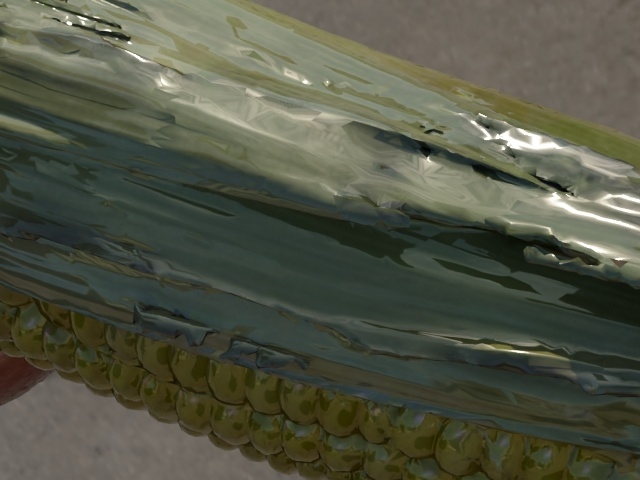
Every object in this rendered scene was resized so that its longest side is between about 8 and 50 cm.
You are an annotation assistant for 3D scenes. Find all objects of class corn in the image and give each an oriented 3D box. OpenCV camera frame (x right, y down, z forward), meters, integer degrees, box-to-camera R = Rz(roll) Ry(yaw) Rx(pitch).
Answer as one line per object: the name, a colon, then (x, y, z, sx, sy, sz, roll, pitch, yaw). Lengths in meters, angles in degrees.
corn: (0.001, -0.004, 0.447, 0.305, 0.123, 0.122, 19, 55, 15)

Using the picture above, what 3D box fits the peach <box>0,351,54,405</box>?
peach: (-0.249, -0.027, 1.272, 0.338, 0.281, 0.281, -46, 53, -3)
